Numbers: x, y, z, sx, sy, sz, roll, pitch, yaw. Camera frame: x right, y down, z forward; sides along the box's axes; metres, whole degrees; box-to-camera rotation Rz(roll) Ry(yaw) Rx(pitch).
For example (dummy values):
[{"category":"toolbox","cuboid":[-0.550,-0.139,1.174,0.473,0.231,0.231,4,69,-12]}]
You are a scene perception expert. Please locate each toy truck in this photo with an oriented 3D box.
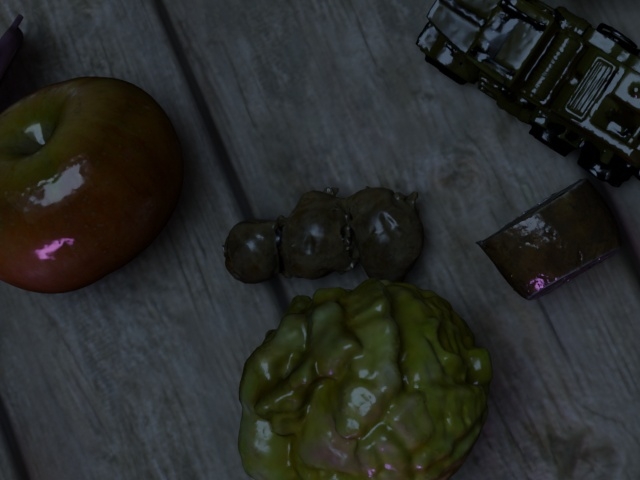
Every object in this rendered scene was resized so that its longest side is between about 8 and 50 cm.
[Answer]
[{"category":"toy truck","cuboid":[0.210,-0.164,1.560,0.257,0.127,0.127,36,97,21]}]

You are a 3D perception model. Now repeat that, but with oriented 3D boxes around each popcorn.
[{"category":"popcorn","cuboid":[0.031,0.144,1.523,0.259,0.259,0.212,-22,121,15]}]

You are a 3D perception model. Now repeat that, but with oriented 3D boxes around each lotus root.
[{"category":"lotus root","cuboid":[0.212,0.000,1.548,0.122,0.112,0.081,-31,82,12]}]

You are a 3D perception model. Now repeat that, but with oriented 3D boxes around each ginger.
[{"category":"ginger","cuboid":[0.000,0.000,1.635,0.204,0.080,0.104,-2,90,16]}]

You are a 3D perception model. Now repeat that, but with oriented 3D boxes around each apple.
[{"category":"apple","cuboid":[-0.244,-0.051,1.662,0.235,0.173,0.210,-15,40,24]}]

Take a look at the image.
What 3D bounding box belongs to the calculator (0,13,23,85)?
[{"category":"calculator","cuboid":[-0.377,-0.102,1.721,0.043,0.194,0.294,31,96,-10]}]
